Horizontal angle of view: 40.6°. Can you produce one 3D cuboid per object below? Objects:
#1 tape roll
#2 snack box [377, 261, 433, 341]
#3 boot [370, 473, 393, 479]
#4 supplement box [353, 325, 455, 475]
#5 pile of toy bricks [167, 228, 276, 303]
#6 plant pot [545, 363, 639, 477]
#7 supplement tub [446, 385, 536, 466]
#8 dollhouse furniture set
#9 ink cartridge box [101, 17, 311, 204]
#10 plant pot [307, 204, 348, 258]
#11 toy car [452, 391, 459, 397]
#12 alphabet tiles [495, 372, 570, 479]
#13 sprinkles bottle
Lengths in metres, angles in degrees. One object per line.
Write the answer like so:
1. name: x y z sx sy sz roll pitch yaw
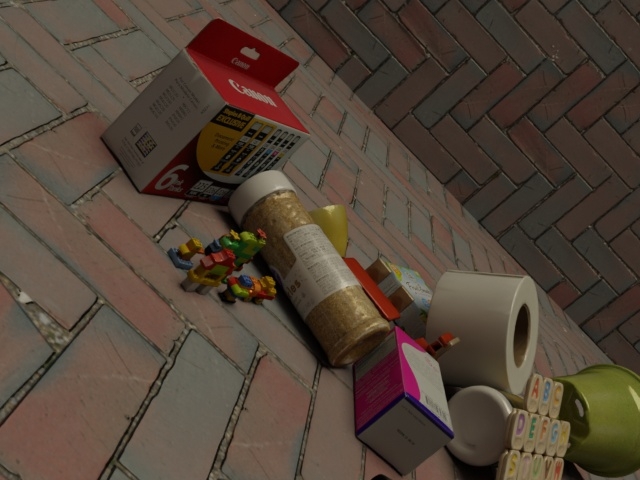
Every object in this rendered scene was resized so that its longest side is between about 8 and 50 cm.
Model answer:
1. tape roll: 0.335 0.186 1.776 0.246 0.169 0.246 -12 104 -61
2. snack box: 0.215 0.154 1.926 0.207 0.070 0.174 54 18 25
3. boot: 0.169 0.426 1.120 0.229 0.091 0.263 34 18 -19
4. supplement box: 0.131 0.256 1.415 0.111 0.114 0.220 42 19 -15
5. pile of toy bricks: -0.127 0.022 1.313 0.212 0.105 0.118 20 32 -58
6. plant pot: 0.618 0.422 2.049 0.254 0.276 0.276 14 36 -44
7. supplement tub: 0.329 0.354 1.626 0.199 0.144 0.144 25 28 -53
8. dollhouse furniture set: 0.127 0.133 1.638 0.259 0.135 0.262 51 17 13
9. ink cartridge box: -0.158 -0.200 1.450 0.130 0.272 0.309 53 18 17
10. plant pot: 0.000 0.000 1.672 0.134 0.134 0.095 4 64 -67
11. toy car: 0.388 0.417 1.788 0.239 0.053 0.225 32 22 -41
12. alphabet tiles: 0.392 0.388 1.576 0.021 0.278 0.284 7 -11 36
13. sprinkles bottle: -0.024 0.043 1.492 0.355 0.121 0.121 55 18 22
